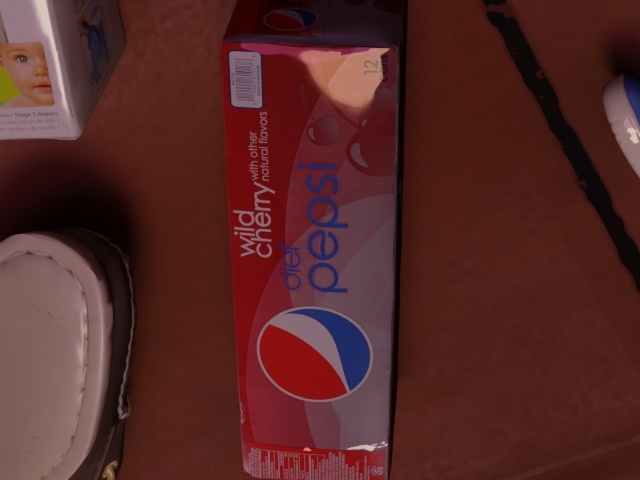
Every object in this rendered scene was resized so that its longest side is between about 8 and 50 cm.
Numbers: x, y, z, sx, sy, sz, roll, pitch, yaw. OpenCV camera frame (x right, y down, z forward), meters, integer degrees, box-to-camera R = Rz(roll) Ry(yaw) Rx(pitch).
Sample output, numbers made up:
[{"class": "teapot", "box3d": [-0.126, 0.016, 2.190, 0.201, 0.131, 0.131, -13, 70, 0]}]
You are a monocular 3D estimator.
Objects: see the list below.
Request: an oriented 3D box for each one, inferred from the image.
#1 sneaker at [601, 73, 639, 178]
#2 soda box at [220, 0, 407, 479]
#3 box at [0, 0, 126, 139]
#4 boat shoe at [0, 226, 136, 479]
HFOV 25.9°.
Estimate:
[{"class": "sneaker", "box3d": [0.211, -0.043, 0.682, 0.084, 0.058, 0.152, -33, 117, 30]}, {"class": "soda box", "box3d": [0.000, 0.000, 0.716, 0.083, 0.092, 0.263, 3, 122, 5]}, {"class": "box", "box3d": [-0.169, -0.157, 0.634, 0.114, 0.103, 0.203, -1, 122, 7]}, {"class": "boat shoe", "box3d": [-0.167, 0.117, 0.809, 0.116, 0.096, 0.324, 32, 123, 19]}]
